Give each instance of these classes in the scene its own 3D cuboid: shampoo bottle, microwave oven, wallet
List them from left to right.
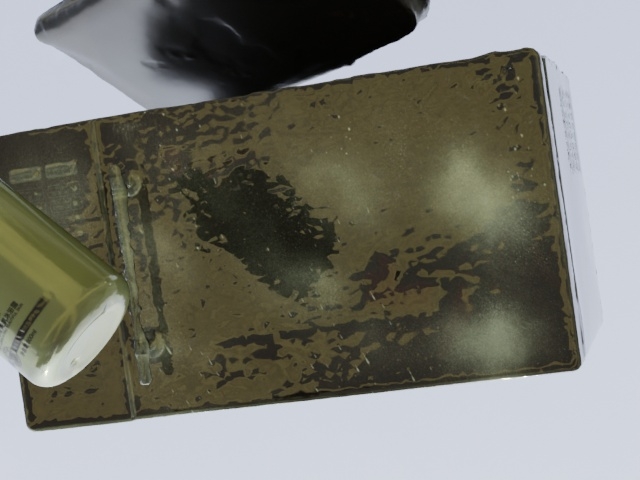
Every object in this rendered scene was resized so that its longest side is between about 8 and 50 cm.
[{"bbox_3d":[-0.191,0.008,0.867,0.162,0.079,0.079,38,-117,11],"label":"shampoo bottle"},{"bbox_3d":[-0.081,-0.195,1.324,0.197,0.377,0.051,32,-119,-30],"label":"wallet"},{"bbox_3d":[0.000,0.000,1.263,0.432,0.374,0.236,-7,-90,13],"label":"microwave oven"}]
